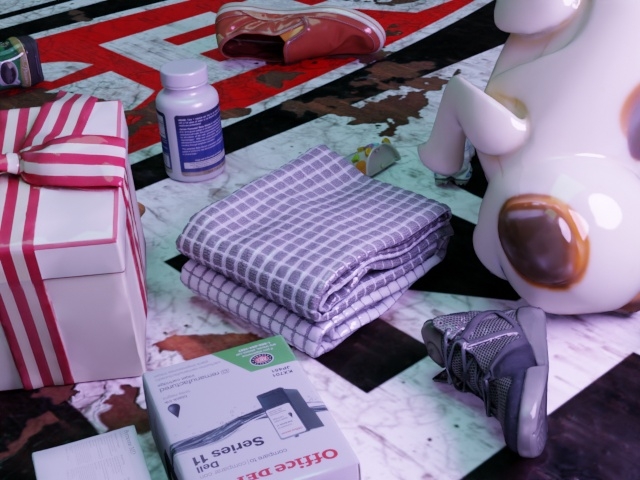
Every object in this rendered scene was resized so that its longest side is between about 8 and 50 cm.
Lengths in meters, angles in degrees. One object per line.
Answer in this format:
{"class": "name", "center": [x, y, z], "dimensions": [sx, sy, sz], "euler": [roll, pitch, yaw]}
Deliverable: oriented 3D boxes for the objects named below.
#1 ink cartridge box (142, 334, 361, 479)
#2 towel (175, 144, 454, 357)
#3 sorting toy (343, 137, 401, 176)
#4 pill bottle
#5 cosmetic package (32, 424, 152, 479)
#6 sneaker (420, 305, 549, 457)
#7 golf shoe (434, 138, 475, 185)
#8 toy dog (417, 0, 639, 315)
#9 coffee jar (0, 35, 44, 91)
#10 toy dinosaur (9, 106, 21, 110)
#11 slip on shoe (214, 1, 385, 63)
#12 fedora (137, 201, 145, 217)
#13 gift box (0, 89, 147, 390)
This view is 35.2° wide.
{"class": "ink cartridge box", "center": [-0.067, 0.194, 0.940], "dimensions": [0.153, 0.086, 0.208], "euler": [-15, 33, -17]}
{"class": "towel", "center": [0.000, 0.000, 1.233], "dimensions": [0.235, 0.121, 0.284], "euler": [21, 38, 35]}
{"class": "sorting toy", "center": [0.065, -0.124, 1.529], "dimensions": [0.075, 0.044, 0.083], "euler": [-1, 24, 45]}
{"class": "pill bottle", "center": [-0.196, -0.181, 1.515], "dimensions": [0.094, 0.169, 0.094], "euler": [-2, 31, 1]}
{"class": "cosmetic package", "center": [-0.177, 0.263, 0.859], "dimensions": [0.099, 0.060, 0.239], "euler": [-15, 32, -15]}
{"class": "sneaker", "center": [0.165, 0.139, 1.015], "dimensions": [0.130, 0.087, 0.227], "euler": [-1, 27, 8]}
{"class": "golf shoe", "center": [0.199, -0.153, 1.510], "dimensions": [0.069, 0.086, 0.176], "euler": [-4, 29, 4]}
{"class": "toy dog", "center": [0.310, -0.113, 1.164], "dimensions": [0.396, 0.407, 0.285], "euler": [7, -10, 39]}
{"class": "coffee jar", "center": [-0.606, -0.316, 1.864], "dimensions": [0.184, 0.096, 0.079], "euler": [-22, 37, -29]}
{"class": "toy dinosaur", "center": [-0.551, -0.143, 1.541], "dimensions": [0.314, 0.120, 0.160], "euler": [18, 23, 25]}
{"class": "slip on shoe", "center": [-0.042, -0.383, 1.927], "dimensions": [0.332, 0.123, 0.101], "euler": [5, 63, 5]}
{"class": "fedora", "center": [-0.329, -0.055, 1.319], "dimensions": [0.195, 0.079, 0.194], "euler": [-8, -12, -2]}
{"class": "gift box", "center": [-0.325, -0.015, 1.102], "dimensions": [0.255, 0.258, 0.276], "euler": [-9, 47, -8]}
